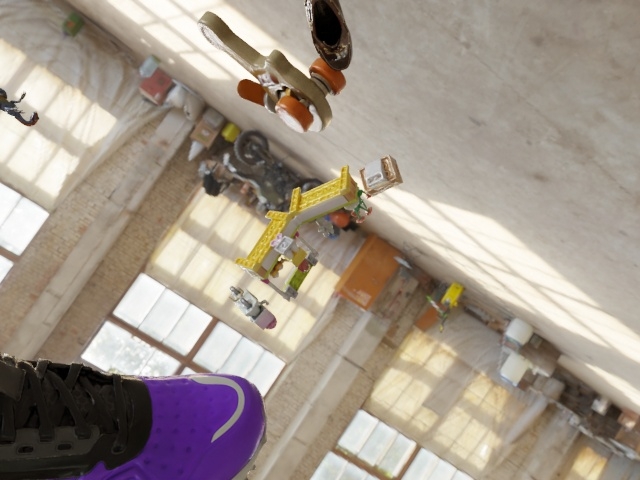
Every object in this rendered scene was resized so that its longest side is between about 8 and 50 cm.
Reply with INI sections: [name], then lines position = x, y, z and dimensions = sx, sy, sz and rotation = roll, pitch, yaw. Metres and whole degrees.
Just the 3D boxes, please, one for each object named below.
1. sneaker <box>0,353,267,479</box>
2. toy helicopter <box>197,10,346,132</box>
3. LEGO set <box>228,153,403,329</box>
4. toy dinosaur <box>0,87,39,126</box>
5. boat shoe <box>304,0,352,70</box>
[sneaker]
position = -0.172, 0.118, 0.315
dimensions = 0.102, 0.293, 0.146
rotation = -126, 31, -51
[toy helicopter]
position = -0.120, -0.364, 1.169
dimensions = 0.355, 0.140, 0.235
rotation = 39, 171, -2
[LEGO set]
position = 0.000, 0.000, 0.736
dimensions = 0.107, 0.287, 0.132
rotation = 46, 180, -36
[toy dinosaur]
position = -0.482, -0.210, 0.824
dimensions = 0.090, 0.047, 0.082
rotation = -4, 131, 25
[boat shoe]
position = 0.015, -0.378, 0.969
dimensions = 0.207, 0.073, 0.073
rotation = 55, -157, -59
